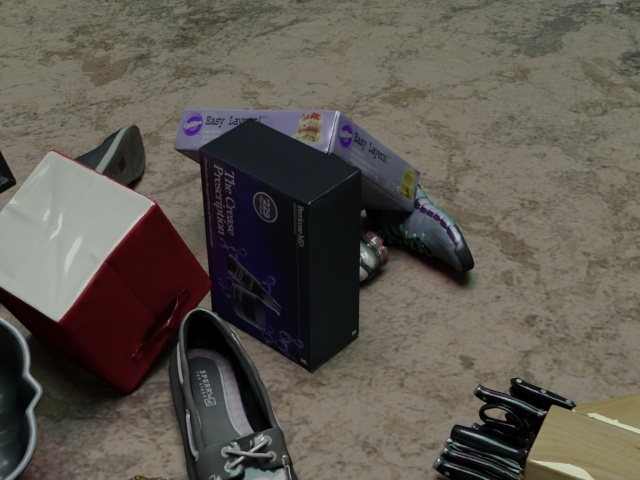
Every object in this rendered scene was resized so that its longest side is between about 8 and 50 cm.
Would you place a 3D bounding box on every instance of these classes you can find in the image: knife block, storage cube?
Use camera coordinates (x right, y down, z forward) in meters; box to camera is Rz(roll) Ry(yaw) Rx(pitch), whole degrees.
[{"bbox_3d":[0.266,0.261,1.241,0.242,0.088,0.276,-11,38,-14],"label":"knife block"},{"bbox_3d":[-0.283,0.038,1.401,0.215,0.193,0.184,27,70,29],"label":"storage cube"}]

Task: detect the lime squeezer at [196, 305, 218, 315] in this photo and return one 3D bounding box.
[{"bbox_3d":[-0.268,0.028,1.576,0.110,0.059,0.310,-23,42,-28],"label":"lime squeezer"}]

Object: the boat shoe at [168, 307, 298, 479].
[{"bbox_3d":[-0.106,0.206,1.303,0.112,0.095,0.335,-12,38,-16],"label":"boat shoe"}]

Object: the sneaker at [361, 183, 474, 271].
[{"bbox_3d":[0.133,-0.007,1.631,0.098,0.083,0.224,-30,38,-5],"label":"sneaker"}]

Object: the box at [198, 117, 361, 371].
[{"bbox_3d":[-0.048,0.006,1.435,0.184,0.261,0.103,25,44,30],"label":"box"}]

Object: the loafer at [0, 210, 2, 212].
[{"bbox_3d":[-0.451,0.010,1.539,0.319,0.112,0.111,-16,32,-10],"label":"loafer"}]

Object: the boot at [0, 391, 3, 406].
[{"bbox_3d":[-0.435,0.144,1.392,0.178,0.085,0.236,6,46,5],"label":"boot"}]

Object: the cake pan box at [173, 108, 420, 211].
[{"bbox_3d":[-0.032,-0.108,1.582,0.266,0.245,0.070,4,74,34],"label":"cake pan box"}]

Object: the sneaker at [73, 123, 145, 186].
[{"bbox_3d":[-0.348,-0.112,1.744,0.118,0.083,0.222,-5,26,15],"label":"sneaker"}]

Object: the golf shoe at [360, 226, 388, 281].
[{"bbox_3d":[0.000,0.000,1.607,0.186,0.067,0.086,26,45,30],"label":"golf shoe"}]

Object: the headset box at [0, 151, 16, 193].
[{"bbox_3d":[-0.593,-0.057,1.561,0.293,0.110,0.218,-8,22,43],"label":"headset box"}]

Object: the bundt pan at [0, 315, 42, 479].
[{"bbox_3d":[-0.459,0.201,1.215,0.330,0.124,0.331,5,61,-8],"label":"bundt pan"}]

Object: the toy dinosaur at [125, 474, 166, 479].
[{"bbox_3d":[-0.239,0.350,1.106,0.218,0.164,0.322,13,54,39],"label":"toy dinosaur"}]
